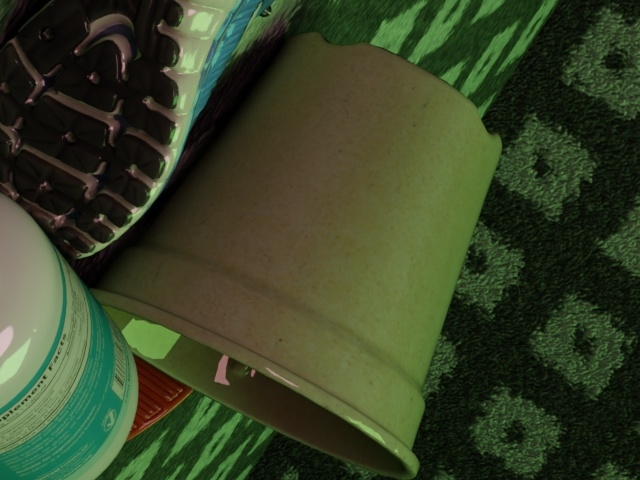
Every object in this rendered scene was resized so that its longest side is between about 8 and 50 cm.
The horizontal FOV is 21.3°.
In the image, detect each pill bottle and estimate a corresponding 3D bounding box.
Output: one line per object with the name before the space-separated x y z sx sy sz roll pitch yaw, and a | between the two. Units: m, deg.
pill bottle | -0.204 0.056 0.980 0.146 0.146 0.264 -51 159 -13

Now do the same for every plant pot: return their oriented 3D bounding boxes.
plant pot | 0.000 0.000 1.501 0.305 0.334 0.334 -62 174 -13

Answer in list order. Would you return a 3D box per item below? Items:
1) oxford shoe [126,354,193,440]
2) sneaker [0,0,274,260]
oxford shoe | -0.154 0.111 1.746 0.271 0.097 0.098 -49 177 -24
sneaker | -0.087 -0.128 1.005 0.330 0.130 0.147 -57 169 22
